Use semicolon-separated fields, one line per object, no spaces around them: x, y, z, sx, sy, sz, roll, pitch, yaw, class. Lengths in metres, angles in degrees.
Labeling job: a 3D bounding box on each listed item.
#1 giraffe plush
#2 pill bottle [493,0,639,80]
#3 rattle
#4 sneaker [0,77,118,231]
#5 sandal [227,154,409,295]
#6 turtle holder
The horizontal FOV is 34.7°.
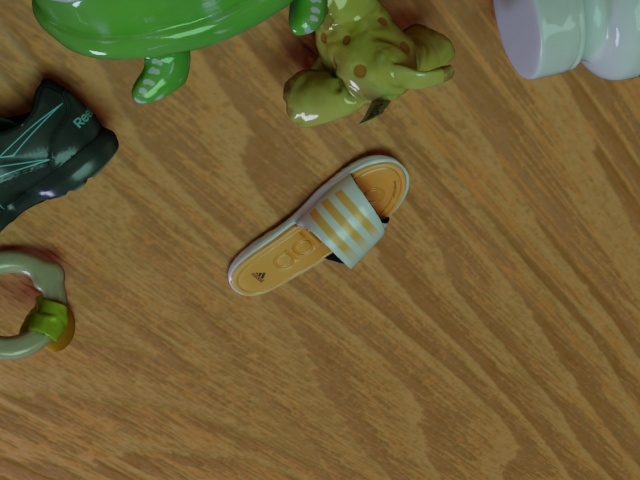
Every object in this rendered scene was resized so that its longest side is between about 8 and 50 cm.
0.025;-0.217;0.998;0.181;0.210;0.170;-22;105;6;giraffe plush
0.347;-0.262;1.038;0.319;0.176;0.176;-14;134;-6;pill bottle
-0.392;0.079;1.186;0.200;0.143;0.130;-6;93;-10;rattle
-0.340;-0.066;1.062;0.267;0.101;0.106;-32;114;10;sneaker
0.006;0.006;1.237;0.265;0.076;0.102;-37;132;16;sandal
-0.097;-0.285;0.823;0.320;0.243;0.227;-16;133;-3;turtle holder
